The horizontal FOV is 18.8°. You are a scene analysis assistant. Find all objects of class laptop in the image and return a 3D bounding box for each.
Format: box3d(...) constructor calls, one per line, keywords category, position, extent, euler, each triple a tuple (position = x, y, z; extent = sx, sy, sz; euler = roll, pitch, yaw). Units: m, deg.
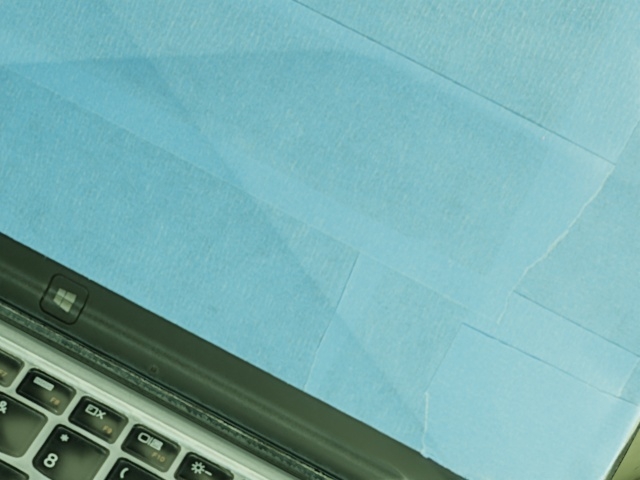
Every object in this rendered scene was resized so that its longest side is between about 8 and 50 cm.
box3d(category="laptop", position=(-0.093, 0.008, 0.550), extent=(0.382, 0.236, 0.408), euler=(27, 53, 6))

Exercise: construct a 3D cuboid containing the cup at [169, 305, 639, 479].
box3d(category="cup", position=(0.000, 0.000, 0.794), extent=(0.237, 0.331, 0.331), euler=(-33, 63, -31))
